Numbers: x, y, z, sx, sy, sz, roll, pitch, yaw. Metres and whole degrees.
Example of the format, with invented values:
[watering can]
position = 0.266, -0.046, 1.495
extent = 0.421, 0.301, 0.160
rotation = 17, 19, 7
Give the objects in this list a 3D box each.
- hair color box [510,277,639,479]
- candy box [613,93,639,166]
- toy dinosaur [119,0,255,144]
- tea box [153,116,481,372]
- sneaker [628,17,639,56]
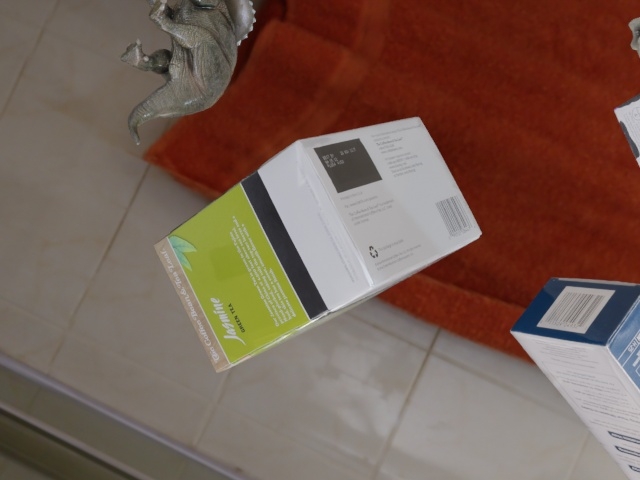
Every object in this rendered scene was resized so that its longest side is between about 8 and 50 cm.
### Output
[hair color box]
position = 0.419, 0.204, 1.202
extent = 0.105, 0.347, 0.174
rotation = -48, -158, -18
[candy box]
position = 0.409, -0.150, 0.877
extent = 0.164, 0.070, 0.196
rotation = -17, 169, -35
[toy dinosaur]
position = -0.156, -0.244, 1.168
extent = 0.121, 0.160, 0.314
rotation = -27, -135, 35
[tea box]
position = 0.000, 0.000, 1.380
extent = 0.323, 0.220, 0.329
rotation = -31, 173, 37
[sneaker]
position = 0.473, -0.239, 1.178
extent = 0.262, 0.121, 0.099
rotation = -98, -176, -71
